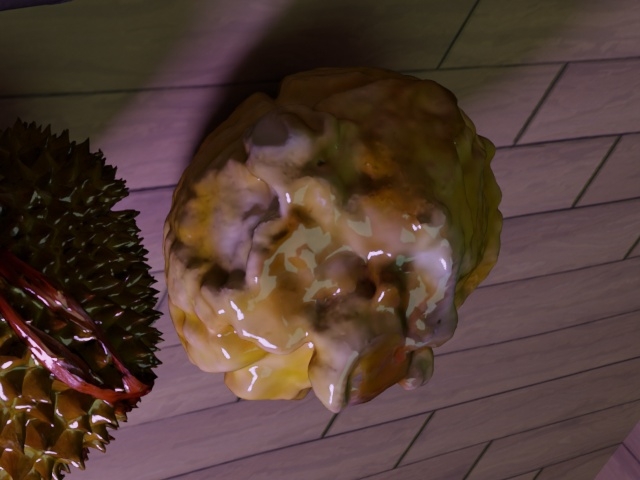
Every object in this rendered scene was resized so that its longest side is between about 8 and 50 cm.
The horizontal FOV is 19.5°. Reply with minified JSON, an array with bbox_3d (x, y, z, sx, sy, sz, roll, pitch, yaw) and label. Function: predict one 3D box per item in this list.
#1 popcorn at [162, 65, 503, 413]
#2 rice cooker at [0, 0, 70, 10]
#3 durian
[{"bbox_3d":[0.005,-0.012,1.963,0.390,0.354,0.344,-57,138,-58],"label":"popcorn"},{"bbox_3d":[-0.215,-0.313,1.241,0.325,0.335,0.335,-15,144,-40],"label":"rice cooker"},{"bbox_3d":[-0.312,0.068,1.679,0.348,0.347,0.384,0,125,-51],"label":"durian"}]
